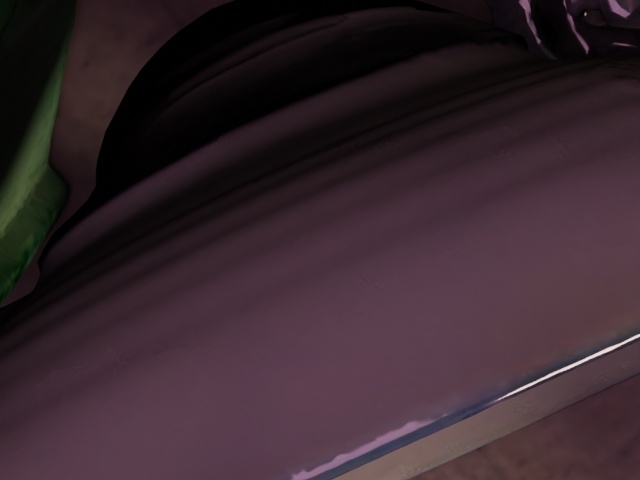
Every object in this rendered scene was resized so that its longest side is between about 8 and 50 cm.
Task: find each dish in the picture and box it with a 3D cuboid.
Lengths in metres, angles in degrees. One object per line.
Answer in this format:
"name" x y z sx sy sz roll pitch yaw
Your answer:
"dish" 0.000 0.000 0.514 0.273 0.273 0.134 -27 80 14

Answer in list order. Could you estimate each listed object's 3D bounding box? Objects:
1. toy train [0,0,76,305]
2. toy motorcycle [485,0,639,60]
"toy train" -0.141 -0.055 0.500 0.145 0.266 0.202 18 118 2
"toy motorcycle" 0.161 -0.093 0.543 0.229 0.094 0.130 6 103 19
